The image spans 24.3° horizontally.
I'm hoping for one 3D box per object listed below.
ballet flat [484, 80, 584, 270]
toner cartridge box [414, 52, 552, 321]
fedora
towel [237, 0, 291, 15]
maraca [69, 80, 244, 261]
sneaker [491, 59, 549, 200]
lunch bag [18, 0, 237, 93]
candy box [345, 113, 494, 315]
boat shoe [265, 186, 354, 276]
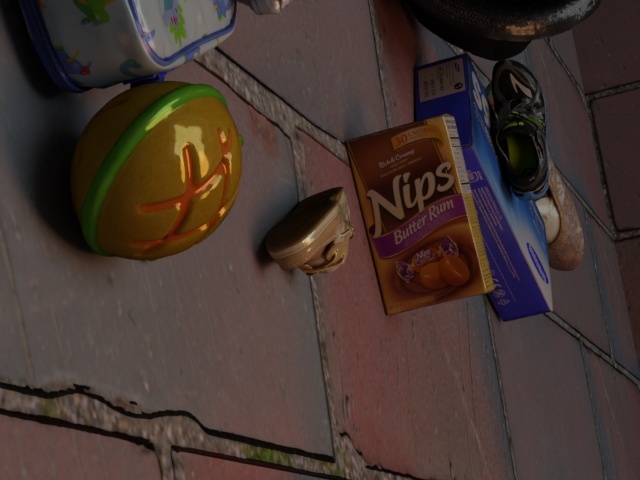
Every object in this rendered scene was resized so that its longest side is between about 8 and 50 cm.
[{"bbox_3d":[0.296,-0.084,2.185,0.106,0.107,0.316,-35,107,-49],"label":"ballet flat"},{"bbox_3d":[0.215,-0.062,1.934,0.348,0.075,0.165,58,26,-44],"label":"toner cartridge box"},{"bbox_3d":[0.197,-0.344,1.861,0.152,0.334,0.334,104,-13,-57],"label":"fedora"},{"bbox_3d":[-0.043,-0.313,1.147,0.284,0.121,0.235,-128,-160,-73],"label":"towel"},{"bbox_3d":[-0.099,-0.040,0.952,0.099,0.127,0.185,40,0,14],"label":"maraca"},{"bbox_3d":[0.255,-0.146,1.884,0.078,0.067,0.188,44,38,-69],"label":"sneaker"},{"bbox_3d":[-0.131,-0.192,0.982,0.219,0.090,0.176,-52,126,-68],"label":"lunch bag"},{"bbox_3d":[0.102,-0.026,1.524,0.053,0.109,0.187,-8,84,-72],"label":"candy box"},{"bbox_3d":[0.000,0.000,1.276,0.059,0.063,0.170,67,19,-10],"label":"boat shoe"}]
